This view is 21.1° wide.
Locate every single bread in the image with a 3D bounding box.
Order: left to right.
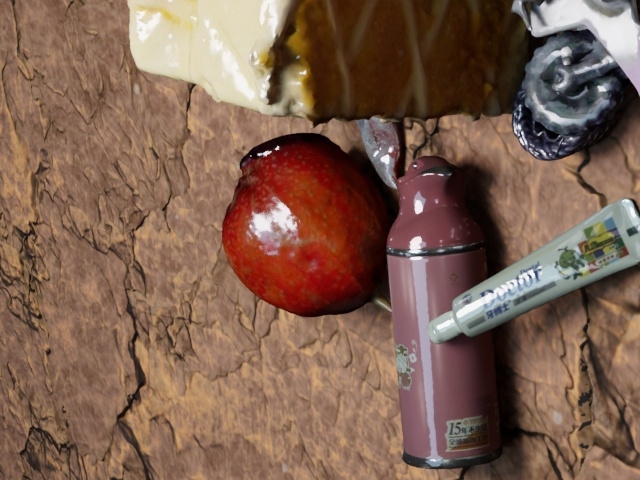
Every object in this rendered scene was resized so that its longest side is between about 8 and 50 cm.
[{"bbox_3d":[0.013,-0.314,1.697,0.279,0.371,0.390,9,101,49],"label":"bread"}]

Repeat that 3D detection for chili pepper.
[{"bbox_3d":[0.063,-0.131,1.940,0.153,0.041,0.050,65,160,-7],"label":"chili pepper"}]

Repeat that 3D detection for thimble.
[{"bbox_3d":[0.245,-0.129,1.713,0.095,0.066,0.104,43,131,36],"label":"thimble"}]

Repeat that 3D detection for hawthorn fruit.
[{"bbox_3d":[0.000,0.000,1.955,0.251,0.189,0.189,46,132,8],"label":"hawthorn fruit"}]

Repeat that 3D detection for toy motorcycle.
[{"bbox_3d":[0.289,-0.256,1.591,0.188,0.143,0.327,7,89,39],"label":"toy motorcycle"}]

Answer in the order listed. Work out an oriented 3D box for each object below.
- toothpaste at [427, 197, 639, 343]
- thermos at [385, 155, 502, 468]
[{"bbox_3d":[0.217,0.041,1.744,0.255,0.037,0.067,-29,71,23],"label":"toothpaste"},{"bbox_3d":[0.133,0.071,1.866,0.109,0.136,0.330,-3,97,15],"label":"thermos"}]
